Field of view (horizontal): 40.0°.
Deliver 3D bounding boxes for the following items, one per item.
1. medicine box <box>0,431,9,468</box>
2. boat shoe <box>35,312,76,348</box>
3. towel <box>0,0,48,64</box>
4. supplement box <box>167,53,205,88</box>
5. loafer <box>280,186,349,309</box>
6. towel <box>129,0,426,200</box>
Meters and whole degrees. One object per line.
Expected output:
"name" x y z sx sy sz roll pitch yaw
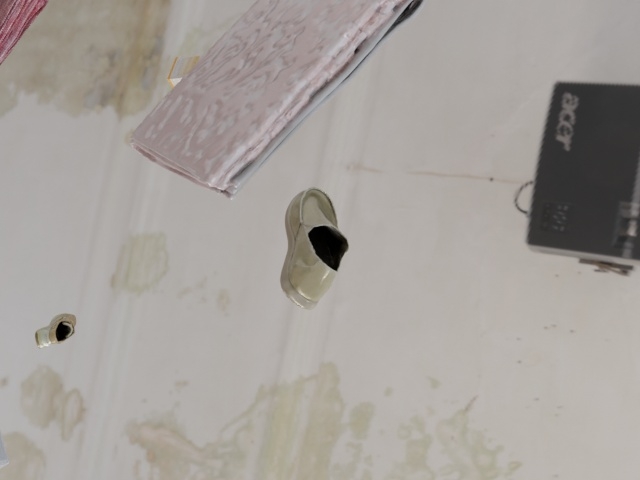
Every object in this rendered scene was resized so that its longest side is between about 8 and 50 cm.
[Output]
"medicine box" -0.578 0.231 1.175 0.289 0.149 0.263 -34 -109 35
"boat shoe" -0.494 0.172 1.677 0.045 0.135 0.050 -8 -76 11
"towel" -0.434 -0.214 0.947 0.329 0.037 0.237 35 -87 39
"supplement box" -0.234 -0.321 1.673 0.098 0.036 0.062 -1 -126 21
"loafer" 0.000 0.000 1.447 0.092 0.102 0.268 -36 -149 29
"towel" -0.066 -0.202 1.047 0.332 0.053 0.317 -47 -149 -8
